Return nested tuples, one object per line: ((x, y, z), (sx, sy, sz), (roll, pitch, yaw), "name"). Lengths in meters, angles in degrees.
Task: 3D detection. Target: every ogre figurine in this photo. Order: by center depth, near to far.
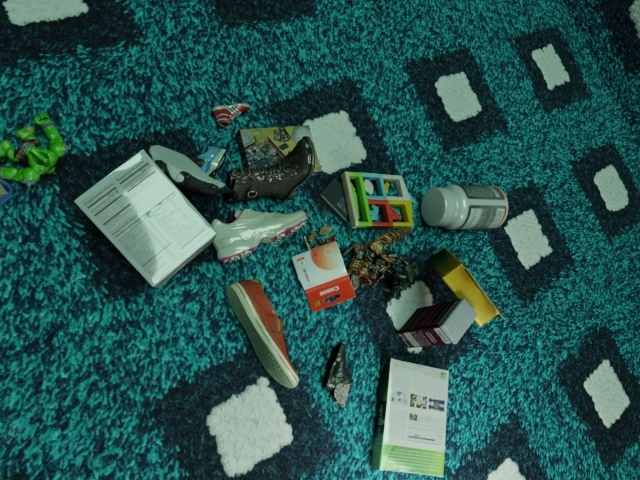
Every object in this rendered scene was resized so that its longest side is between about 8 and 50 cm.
((-0.713, -0.212, 1.213), (0.118, 0.097, 0.197), (37, 51, 0), "ogre figurine")

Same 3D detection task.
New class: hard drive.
((0.063, -0.131, 1.617), (0.135, 0.022, 0.094), (45, 62, -9), "hard drive")

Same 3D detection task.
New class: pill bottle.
((0.511, -0.119, 1.758), (0.283, 0.161, 0.161), (-1, 76, -26), "pill bottle")

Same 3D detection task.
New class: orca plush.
((-0.360, -0.158, 1.349), (0.287, 0.102, 0.151), (22, 30, 6), "orca plush")

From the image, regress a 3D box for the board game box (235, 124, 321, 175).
((-0.130, -0.274, 1.550), (0.243, 0.042, 0.165), (-10, 81, -28), "board game box")

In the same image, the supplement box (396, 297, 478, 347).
((0.357, 0.261, 1.530), (0.130, 0.239, 0.073), (-42, 96, -28), "supplement box")

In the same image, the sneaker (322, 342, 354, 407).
((0.062, 0.397, 1.457), (0.089, 0.051, 0.170), (28, 70, -17), "sneaker")

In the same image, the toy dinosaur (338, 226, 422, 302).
((0.197, 0.064, 1.567), (0.218, 0.164, 0.322), (42, 83, 8), "toy dinosaur")

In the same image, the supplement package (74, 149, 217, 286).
((-0.422, -0.043, 1.226), (0.198, 0.199, 0.262), (-43, 95, -16), "supplement package")

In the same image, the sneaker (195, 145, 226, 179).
((-0.339, -0.209, 1.429), (0.073, 0.063, 0.162), (25, 62, 3), "sneaker")

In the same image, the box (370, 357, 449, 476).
((0.282, 0.544, 1.522), (0.232, 0.058, 0.322), (17, 68, -21), "box")

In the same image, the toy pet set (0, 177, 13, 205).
((-0.801, -0.103, 1.172), (0.114, 0.065, 0.122), (-36, 91, 5), "toy pet set")

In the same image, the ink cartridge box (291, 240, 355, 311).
((0.009, 0.108, 1.475), (0.145, 0.045, 0.179), (-20, 81, 4), "ink cartridge box")

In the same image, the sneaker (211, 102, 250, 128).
((-0.267, -0.382, 1.511), (0.118, 0.042, 0.067), (-14, 78, -21), "sneaker")

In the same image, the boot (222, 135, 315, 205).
((-0.152, -0.190, 1.406), (0.229, 0.263, 0.091), (-5, 53, -34), "boot")

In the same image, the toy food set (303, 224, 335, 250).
((0.000, 0.000, 1.554), (0.122, 0.019, 0.078), (-17, 84, -37), "toy food set")

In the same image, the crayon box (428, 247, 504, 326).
((0.459, 0.146, 1.583), (0.081, 0.318, 0.202), (-37, 95, 8), "crayon box")

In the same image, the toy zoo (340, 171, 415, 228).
((0.212, -0.134, 1.672), (0.293, 0.030, 0.192), (0, 72, -32), "toy zoo")

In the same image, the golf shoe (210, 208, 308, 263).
((-0.176, -0.047, 1.427), (0.306, 0.115, 0.140), (-25, 84, -31), "golf shoe")

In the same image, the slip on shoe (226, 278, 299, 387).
((-0.141, 0.252, 1.361), (0.101, 0.123, 0.331), (-25, 83, -34), "slip on shoe")
